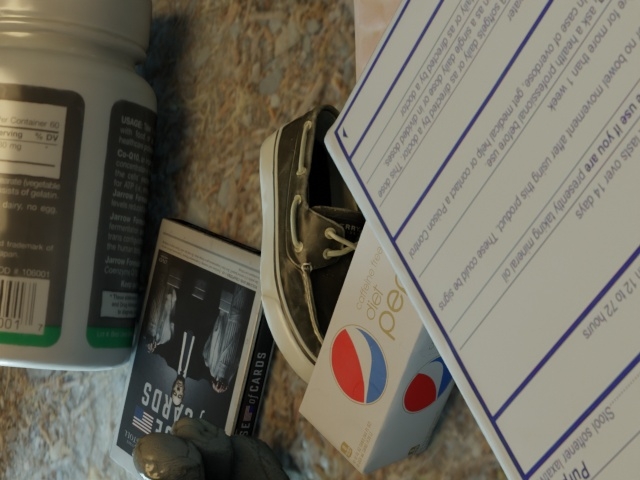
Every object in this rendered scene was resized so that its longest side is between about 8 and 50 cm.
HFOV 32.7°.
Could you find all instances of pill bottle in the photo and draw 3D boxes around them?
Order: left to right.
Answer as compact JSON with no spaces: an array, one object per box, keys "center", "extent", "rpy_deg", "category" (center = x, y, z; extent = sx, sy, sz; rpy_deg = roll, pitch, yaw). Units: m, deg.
[{"center":[-0.263,-0.065,1.041],"extent":[0.204,0.204,0.361],"rpy_deg":[3,86,49],"category":"pill bottle"}]

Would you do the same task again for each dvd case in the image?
[{"center":[-0.112,0.113,0.972],"extent":[0.179,0.029,0.239],"rpy_deg":[19,97,49],"category":"dvd case"}]

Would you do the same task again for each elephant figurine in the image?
[{"center":[-0.117,0.271,0.855],"extent":[0.239,0.169,0.186],"rpy_deg":[-59,36,19],"category":"elephant figurine"}]

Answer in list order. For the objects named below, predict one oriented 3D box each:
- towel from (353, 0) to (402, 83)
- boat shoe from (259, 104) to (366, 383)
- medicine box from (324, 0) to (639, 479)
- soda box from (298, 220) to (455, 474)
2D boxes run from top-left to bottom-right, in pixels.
[{"center":[0.146,-0.201,0.715],"extent":[0.331,0.053,0.317],"rpy_deg":[-11,76,48],"category":"towel"},{"center":[0.000,0.000,0.827],"extent":[0.070,0.077,0.219],"rpy_deg":[-30,60,43],"category":"boat shoe"},{"center":[0.163,-0.044,0.489],"extent":[0.263,0.149,0.289],"rpy_deg":[-59,44,36],"category":"medicine box"},{"center":[0.059,0.048,0.722],"extent":[0.074,0.069,0.216],"rpy_deg":[41,127,35],"category":"soda box"}]
